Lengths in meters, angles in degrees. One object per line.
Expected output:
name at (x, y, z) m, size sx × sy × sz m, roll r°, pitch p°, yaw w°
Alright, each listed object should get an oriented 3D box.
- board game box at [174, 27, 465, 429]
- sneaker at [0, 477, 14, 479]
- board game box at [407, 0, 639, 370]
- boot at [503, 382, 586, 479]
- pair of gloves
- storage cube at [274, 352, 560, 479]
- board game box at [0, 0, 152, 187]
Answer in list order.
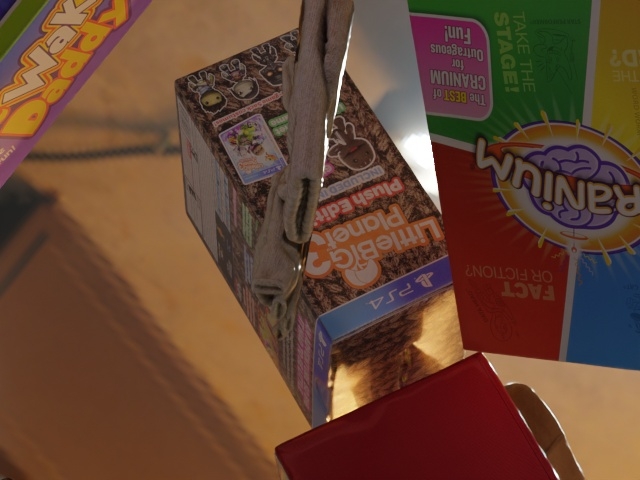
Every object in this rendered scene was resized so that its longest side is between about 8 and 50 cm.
board game box at (0.000, 0.000, 1.640) m, size 0.291 × 0.141 × 0.232 m, roll 58°, pitch -16°, yaw 25°
sneaker at (-0.134, 0.243, 1.314) m, size 0.286 × 0.130 × 0.109 m, roll 16°, pitch -32°, yaw 5°
board game box at (0.196, -0.063, 1.346) m, size 0.242 × 0.064 × 0.316 m, roll 4°, pitch -66°, yaw 37°
boot at (0.210, 0.305, 1.859) m, size 0.096 × 0.280 × 0.264 m, roll -35°, pitch -90°, yaw 27°
pair of gloves at (-0.015, -0.061, 1.242) m, size 0.042 × 0.204 × 0.240 m, roll 10°, pitch -29°, yaw 0°
storage cube at (0.091, 0.242, 1.521) m, size 0.215 × 0.193 × 0.183 m, roll 60°, pitch -12°, yaw 32°
board game box at (-0.208, -0.139, 0.847) m, size 0.233 × 0.347 × 0.078 m, roll 44°, pitch 12°, yaw 18°
